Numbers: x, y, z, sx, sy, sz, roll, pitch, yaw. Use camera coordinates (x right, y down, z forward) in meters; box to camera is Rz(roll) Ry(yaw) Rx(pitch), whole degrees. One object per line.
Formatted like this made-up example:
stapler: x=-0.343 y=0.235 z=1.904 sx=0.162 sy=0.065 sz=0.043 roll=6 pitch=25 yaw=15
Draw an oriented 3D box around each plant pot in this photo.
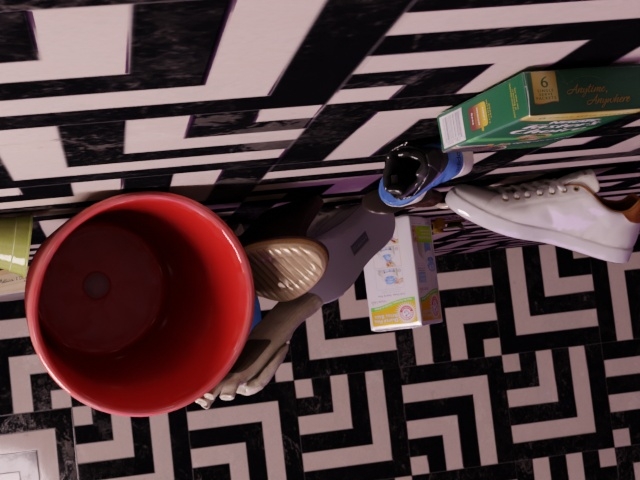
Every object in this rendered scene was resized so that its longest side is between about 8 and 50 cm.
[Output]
plant pot: x=-0.253 y=0.068 z=1.509 sx=0.275 sy=0.275 sz=0.243 roll=-5 pitch=-175 yaw=-25
plant pot: x=-0.403 y=0.002 z=1.492 sx=0.079 sy=0.083 sz=0.083 roll=8 pitch=172 yaw=-16

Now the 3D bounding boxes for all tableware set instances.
tableware set: x=0.236 y=-0.028 z=2.373 sx=0.104 sy=0.024 sz=0.154 roll=-7 pitch=176 yaw=10

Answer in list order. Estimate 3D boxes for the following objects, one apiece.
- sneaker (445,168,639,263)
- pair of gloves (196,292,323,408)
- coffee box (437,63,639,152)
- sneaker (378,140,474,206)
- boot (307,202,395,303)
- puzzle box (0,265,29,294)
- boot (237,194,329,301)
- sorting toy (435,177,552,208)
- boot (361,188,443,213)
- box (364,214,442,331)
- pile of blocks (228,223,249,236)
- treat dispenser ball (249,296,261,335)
sneaker: x=0.329 y=-0.061 z=1.745 sx=0.290 sy=0.123 sz=0.106 roll=13 pitch=-161 yaw=-9
pair of gloves: x=-0.122 y=0.145 z=1.556 sx=0.240 sy=0.042 sz=0.204 roll=-6 pitch=-147 yaw=45
coffee box: x=0.187 y=-0.111 z=1.041 sx=0.113 sy=0.040 sz=0.184 roll=-5 pitch=176 yaw=-18
sneaker: x=0.089 y=-0.070 z=1.309 sx=0.084 sy=0.058 sz=0.152 roll=-11 pitch=175 yaw=-35
boot: x=-0.002 y=0.020 z=1.761 sx=0.123 sy=0.095 sz=0.258 roll=-5 pitch=-159 yaw=39
puzzle box: x=-0.533 y=0.078 z=2.429 sx=0.409 sy=0.052 sz=0.272 roll=-8 pitch=175 yaw=17
boot: x=-0.049 y=-0.004 z=1.597 sx=0.248 sy=0.090 sz=0.207 roll=-20 pitch=-156 yaw=44
sorting toy: x=0.307 y=-0.063 z=1.905 sx=0.208 sy=0.038 sz=0.193 roll=-8 pitch=176 yaw=28
boot: x=0.120 y=-0.058 z=1.731 sx=0.106 sy=0.037 sz=0.114 roll=-5 pitch=-179 yaw=11
box: x=0.149 y=0.062 z=2.221 sx=0.103 sy=0.203 sz=0.114 roll=-8 pitch=175 yaw=26
pile of blocks: x=-0.152 y=0.040 z=1.836 sx=0.112 sy=0.149 sz=0.362 roll=-8 pitch=175 yaw=24
treat dispenser ball: x=-0.250 y=0.147 z=2.181 sx=0.288 sy=0.288 sz=0.288 roll=-6 pitch=176 yaw=0
